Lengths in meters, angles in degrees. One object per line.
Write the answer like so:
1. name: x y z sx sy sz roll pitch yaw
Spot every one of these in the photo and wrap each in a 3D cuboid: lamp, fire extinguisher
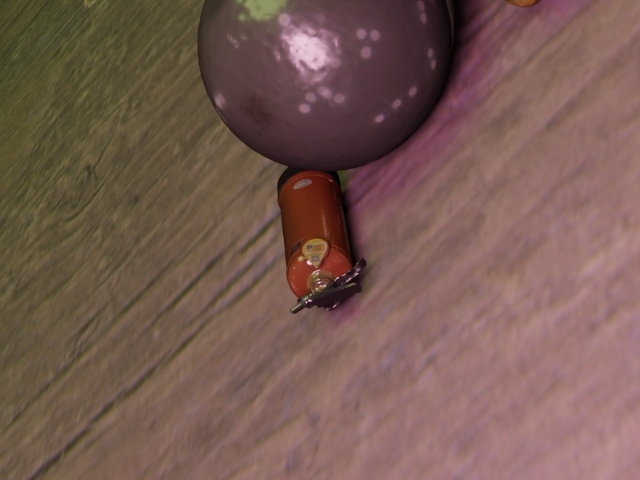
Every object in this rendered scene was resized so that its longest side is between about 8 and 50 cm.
1. lamp: 0.040 -0.188 1.288 0.314 0.182 0.182 -53 18 -25
2. fire extinguisher: 0.000 0.000 1.248 0.062 0.050 0.177 -33 28 13

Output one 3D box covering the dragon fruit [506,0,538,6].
1. dragon fruit: 0.130 -0.239 1.226 0.133 0.150 0.208 -26 11 -2
